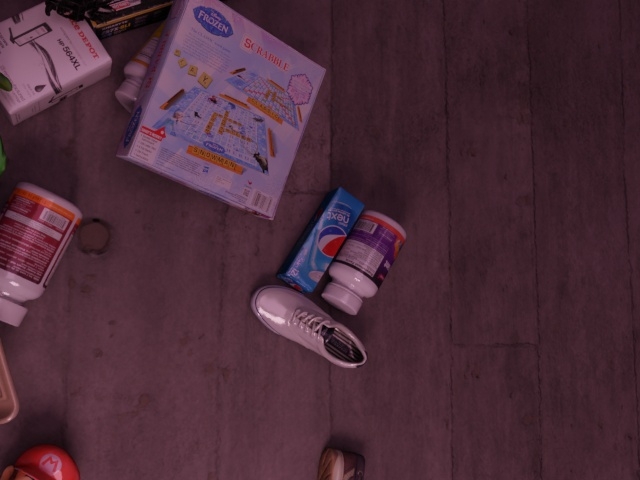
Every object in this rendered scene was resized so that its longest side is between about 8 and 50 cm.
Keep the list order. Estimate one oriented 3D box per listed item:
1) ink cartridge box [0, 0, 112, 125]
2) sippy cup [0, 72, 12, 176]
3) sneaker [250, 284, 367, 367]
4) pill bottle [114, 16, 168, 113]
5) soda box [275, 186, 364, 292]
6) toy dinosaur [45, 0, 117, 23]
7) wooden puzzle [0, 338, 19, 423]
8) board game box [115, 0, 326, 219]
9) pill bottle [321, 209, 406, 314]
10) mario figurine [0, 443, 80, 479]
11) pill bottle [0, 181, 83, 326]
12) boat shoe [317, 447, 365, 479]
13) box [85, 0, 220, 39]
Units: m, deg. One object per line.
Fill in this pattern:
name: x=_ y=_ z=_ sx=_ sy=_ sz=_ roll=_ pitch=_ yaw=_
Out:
ink cartridge box: x=-0.494 y=-0.321 z=1.253 sx=0.203 sy=0.086 sz=0.148 roll=-36 pitch=97 yaw=-19
sippy cup: x=-0.608 y=-0.128 z=1.109 sx=0.305 sy=0.224 sz=0.240 roll=-21 pitch=97 yaw=-16
sneaker: x=-0.014 y=0.163 z=1.373 sx=0.258 sy=0.091 sz=0.094 roll=31 pitch=75 yaw=-15
pill bottle: x=-0.280 y=-0.323 z=1.315 sx=0.117 sy=0.117 sz=0.215 roll=39 pitch=73 yaw=-12
soda box: x=0.000 y=0.000 z=1.407 sx=0.067 sy=0.071 sz=0.210 roll=35 pitch=74 yaw=-13
toy dinosaur: x=-0.439 y=-0.493 z=1.204 sx=0.321 sy=0.164 sz=0.218 roll=-29 pitch=73 yaw=-4
wooden puzzle: x=-0.585 y=0.178 z=1.127 sx=0.220 sy=0.044 sz=0.239 roll=-12 pitch=91 yaw=20
board game box: x=-0.170 y=-0.240 z=1.299 sx=0.318 sy=0.066 sz=0.318 roll=25 pitch=83 yaw=-39
pill bottle: x=0.083 y=0.046 z=1.413 sx=0.108 sy=0.108 sz=0.194 roll=35 pitch=74 yaw=-13
mario figurine: x=-0.506 y=0.468 z=1.114 sx=0.321 sy=0.170 sz=0.198 roll=-55 pitch=138 yaw=-9
pill bottle: x=-0.502 y=0.023 z=1.193 sx=0.121 sy=0.121 sz=0.221 roll=28 pitch=76 yaw=-15
boat shoe: x=0.040 y=0.544 z=1.349 sx=0.092 sy=0.103 sz=0.285 roll=7 pitch=76 yaw=-14
box: x=-0.331 y=-0.553 z=1.344 sx=0.321 sy=0.079 sz=0.257 roll=-25 pitch=91 yaw=-20
